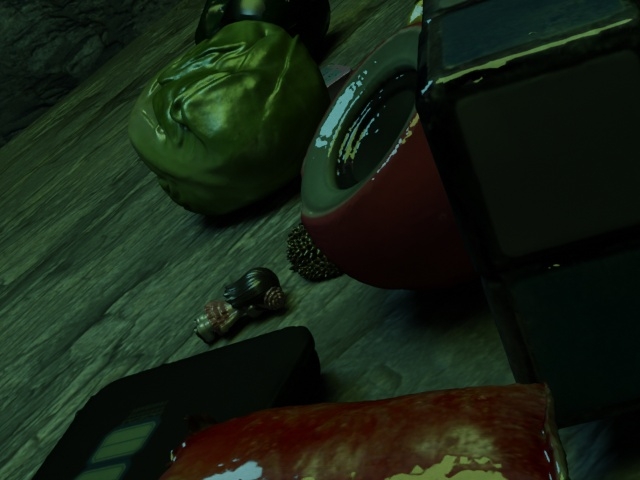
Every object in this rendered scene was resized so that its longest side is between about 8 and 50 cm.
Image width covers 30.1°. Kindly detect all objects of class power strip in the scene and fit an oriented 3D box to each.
[{"bbox_3d":[-0.055,-0.218,2.060,0.279,0.037,0.109,-37,23,-9],"label":"power strip"}]

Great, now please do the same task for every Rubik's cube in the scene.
[{"bbox_3d":[0.268,-0.081,0.944,0.313,0.318,0.316,-16,27,13],"label":"Rubik's cube"}]

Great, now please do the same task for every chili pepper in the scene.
[{"bbox_3d":[0.051,0.225,0.843,0.306,0.229,0.251,-12,11,20],"label":"chili pepper"},{"bbox_3d":[-0.108,-0.418,2.316,0.248,0.233,0.256,-37,25,36],"label":"chili pepper"}]

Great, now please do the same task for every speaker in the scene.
[{"bbox_3d":[0.111,-0.081,1.264,0.294,0.294,0.294,-28,23,13],"label":"speaker"}]

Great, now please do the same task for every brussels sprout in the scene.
[{"bbox_3d":[-0.132,-0.195,1.858,0.328,0.247,0.328,-18,32,12],"label":"brussels sprout"}]

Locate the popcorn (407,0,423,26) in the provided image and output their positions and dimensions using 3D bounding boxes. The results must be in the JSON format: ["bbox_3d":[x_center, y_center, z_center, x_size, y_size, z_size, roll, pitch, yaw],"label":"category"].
[{"bbox_3d":[0.233,-0.288,1.640,0.254,0.191,0.190,-35,-10,-9],"label":"popcorn"}]

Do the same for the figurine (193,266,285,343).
[{"bbox_3d":[-0.104,0.082,1.498,0.129,0.054,0.072,-30,27,12],"label":"figurine"}]

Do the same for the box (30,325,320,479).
[{"bbox_3d":[-0.180,0.242,1.230,0.359,0.091,0.350,-18,26,33],"label":"box"}]

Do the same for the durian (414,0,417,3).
[{"bbox_3d":[0.269,-0.477,1.820,0.385,0.347,0.348,-4,13,-22],"label":"durian"}]

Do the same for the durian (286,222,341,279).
[{"bbox_3d":[0.000,-0.003,1.513,0.140,0.071,0.110,-25,23,32],"label":"durian"}]
